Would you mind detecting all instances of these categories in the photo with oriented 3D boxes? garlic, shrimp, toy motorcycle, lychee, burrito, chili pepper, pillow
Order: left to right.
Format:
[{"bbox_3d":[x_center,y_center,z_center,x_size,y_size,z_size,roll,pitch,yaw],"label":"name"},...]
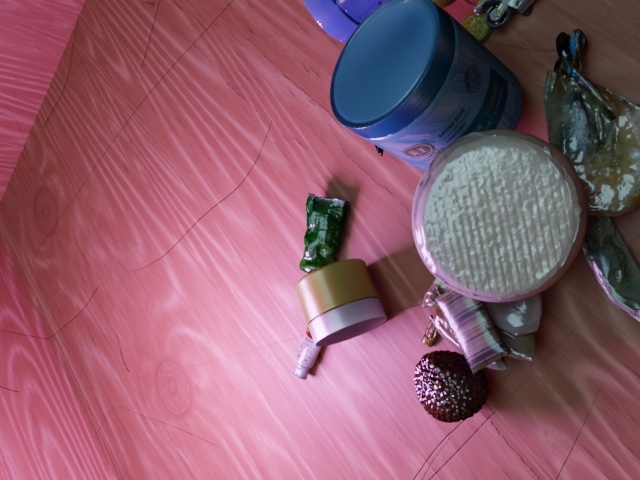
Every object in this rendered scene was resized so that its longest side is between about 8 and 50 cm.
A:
[{"bbox_3d":[0.000,0.000,1.882,0.136,0.099,0.271,12,90,13],"label":"chili pepper"},{"bbox_3d":[0.322,0.357,1.554,0.188,0.188,0.188,-1,88,39],"label":"lychee"},{"bbox_3d":[0.354,0.199,1.460,0.113,0.038,0.204,-40,63,35],"label":"pillow"},{"bbox_3d":[0.415,0.154,1.517,0.325,0.132,0.279,31,107,33],"label":"garlic"},{"bbox_3d":[0.479,-0.636,1.525,0.228,0.074,0.151,-43,63,28],"label":"toy motorcycle"},{"bbox_3d":[0.610,-0.268,1.378,0.221,0.110,0.446,-16,77,26],"label":"shrimp"},{"bbox_3d":[0.642,0.044,1.375,0.096,0.066,0.309,-24,69,4],"label":"burrito"}]

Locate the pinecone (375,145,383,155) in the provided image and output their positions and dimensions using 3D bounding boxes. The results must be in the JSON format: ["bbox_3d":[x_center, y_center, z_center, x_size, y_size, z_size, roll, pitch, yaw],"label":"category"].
[{"bbox_3d":[0.187,-0.307,1.720,0.120,0.140,0.140,-17,77,11],"label":"pinecone"}]

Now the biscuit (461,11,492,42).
[{"bbox_3d":[0.406,-0.554,1.613,0.083,0.023,0.084,-1,88,40],"label":"biscuit"}]

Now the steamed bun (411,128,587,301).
[{"bbox_3d":[0.389,-0.054,1.368,0.374,0.241,0.375,2,94,20],"label":"steamed bun"}]

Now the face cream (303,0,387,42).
[{"bbox_3d":[0.094,-0.718,1.724,0.225,0.248,0.249,-28,72,36],"label":"face cream"}]

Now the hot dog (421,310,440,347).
[{"bbox_3d":[0.311,0.227,1.668,0.044,0.028,0.137,31,106,28],"label":"hot dog"}]

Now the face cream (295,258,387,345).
[{"bbox_3d":[0.056,0.176,1.751,0.218,0.218,0.180,-33,68,33],"label":"face cream"}]

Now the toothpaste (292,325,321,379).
[{"bbox_3d":[-0.023,0.315,1.923,0.089,0.057,0.234,26,97,37],"label":"toothpaste"}]

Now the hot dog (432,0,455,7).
[{"bbox_3d":[0.293,-0.786,1.585,0.185,0.223,0.406,5,99,40],"label":"hot dog"}]

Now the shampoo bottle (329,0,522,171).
[{"bbox_3d":[0.255,-0.349,1.478,0.331,0.342,0.332,-24,55,41],"label":"shampoo bottle"}]
